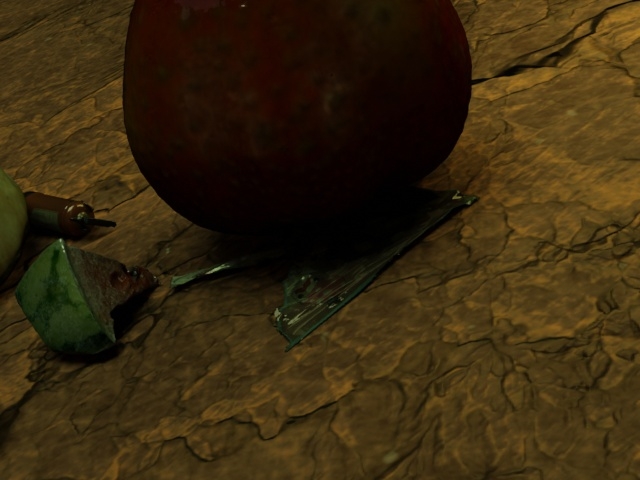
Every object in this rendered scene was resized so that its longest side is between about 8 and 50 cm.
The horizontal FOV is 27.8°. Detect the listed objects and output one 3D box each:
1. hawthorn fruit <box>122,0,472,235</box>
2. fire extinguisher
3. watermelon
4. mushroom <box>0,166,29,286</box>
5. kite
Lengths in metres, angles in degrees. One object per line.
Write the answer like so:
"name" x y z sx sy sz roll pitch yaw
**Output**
"hawthorn fruit" -0.048 -0.209 1.440 0.402 0.403 0.403 -17 26 9
"fire extinguisher" -0.343 -0.034 1.728 0.062 0.050 0.177 8 2 -44
"watermelon" -0.269 0.053 1.446 0.098 0.121 0.158 -32 14 30
"mushroom" -0.490 -0.034 1.654 0.189 0.164 0.267 -16 39 25
"kite" 0.000 -0.001 1.448 0.368 0.014 0.406 -16 26 9
